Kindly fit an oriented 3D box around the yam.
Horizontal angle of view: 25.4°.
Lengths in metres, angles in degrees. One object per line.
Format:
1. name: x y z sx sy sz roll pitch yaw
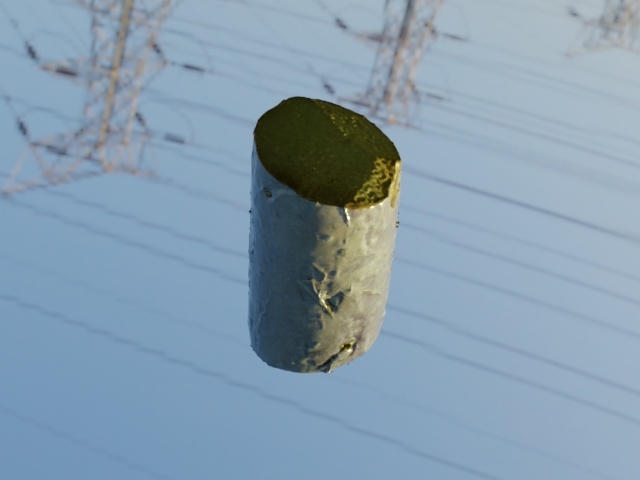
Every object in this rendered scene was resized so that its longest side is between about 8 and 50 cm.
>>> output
1. yam: 0.000 0.000 1.460 0.161 0.268 0.161 4 -141 -3
